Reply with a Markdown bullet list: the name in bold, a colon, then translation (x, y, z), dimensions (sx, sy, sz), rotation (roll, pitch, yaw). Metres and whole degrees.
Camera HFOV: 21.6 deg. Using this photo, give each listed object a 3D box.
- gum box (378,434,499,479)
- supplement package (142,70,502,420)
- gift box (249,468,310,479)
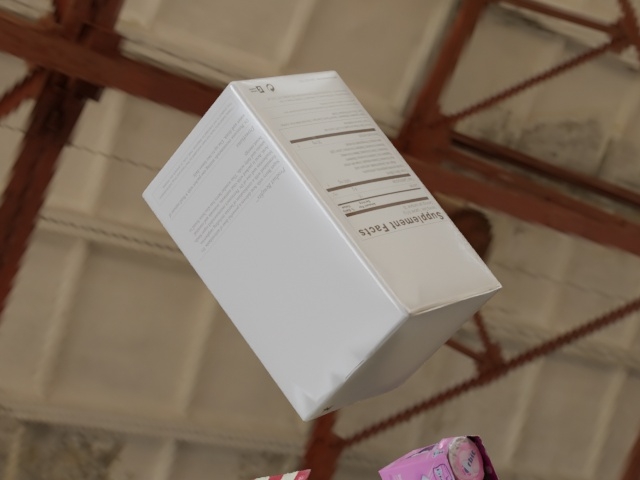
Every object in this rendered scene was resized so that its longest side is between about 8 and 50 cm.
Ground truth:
- **gum box**: translation (0.147, 0.300, 1.777), dimensions (0.062, 0.107, 0.188), rotation (-24, -89, -42)
- **supplement package**: translation (0.000, 0.000, 1.665), dimensions (0.175, 0.293, 0.177), rotation (-13, -28, -52)
- **gift box**: translation (-0.038, 0.359, 1.459), dimensions (0.258, 0.276, 0.255), rotation (38, -143, -58)
